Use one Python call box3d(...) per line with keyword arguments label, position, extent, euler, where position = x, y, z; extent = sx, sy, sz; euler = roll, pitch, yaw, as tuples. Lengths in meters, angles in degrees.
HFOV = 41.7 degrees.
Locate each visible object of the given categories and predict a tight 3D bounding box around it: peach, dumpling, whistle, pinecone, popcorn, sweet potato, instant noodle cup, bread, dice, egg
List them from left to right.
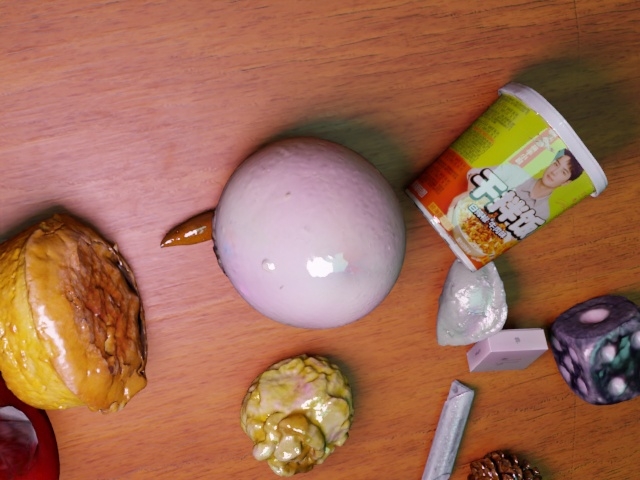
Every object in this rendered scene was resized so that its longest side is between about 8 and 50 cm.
box3d(label="peach", position=(-0.619, 0.396, 1.456), extent=(0.335, 0.405, 0.310), euler=(30, 124, -29))
box3d(label="bread", position=(-0.454, 0.140, 1.512), extent=(0.204, 0.337, 0.358), euler=(-18, 105, 16))
box3d(label="sweet potato", position=(-0.192, -0.039, 1.655), extent=(0.265, 0.057, 0.057), euler=(-22, 106, -14))
box3d(label="popcorn", position=(-0.046, 0.355, 1.680), extent=(0.259, 0.259, 0.212), euler=(-30, 134, -5))
box3d(label="egg", position=(0.000, 0.000, 1.521), extent=(0.355, 0.340, 0.354), euler=(-5, 104, -19))
box3d(label="whistle", position=(0.274, 0.464, 1.863), extent=(0.062, 0.062, 0.312), euler=(12, 99, -15))
box3d(label="dumpling", position=(0.307, 0.134, 1.753), extent=(0.105, 0.149, 0.216), euler=(15, 102, -19))
box3d(label="instant noodle cup", position=(0.349, -0.112, 1.664), extent=(0.308, 0.294, 0.294), euler=(-40, 107, 5))
box3d(label="pinecone", position=(0.413, 0.545, 1.866), extent=(0.174, 0.173, 0.173), euler=(-3, 102, -12))
box3d(label="dice", position=(0.619, 0.238, 1.830), extent=(0.182, 0.181, 0.183), euler=(-22, 106, -5))

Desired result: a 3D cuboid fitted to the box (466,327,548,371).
box3d(label="box", position=(0.399, 0.237, 1.808), extent=(0.129, 0.130, 0.051), euler=(-1, 62, -13))
